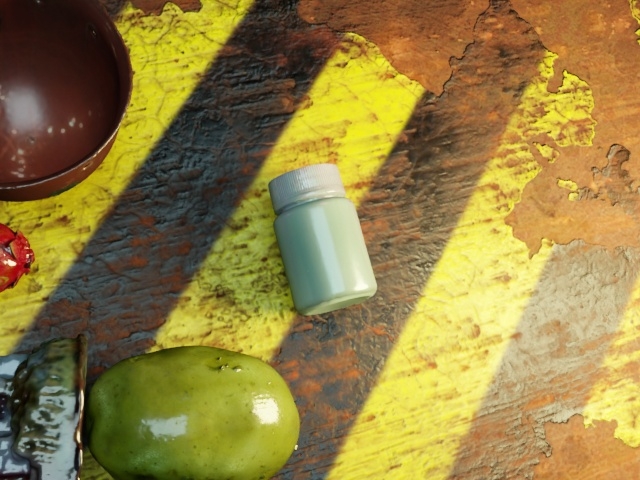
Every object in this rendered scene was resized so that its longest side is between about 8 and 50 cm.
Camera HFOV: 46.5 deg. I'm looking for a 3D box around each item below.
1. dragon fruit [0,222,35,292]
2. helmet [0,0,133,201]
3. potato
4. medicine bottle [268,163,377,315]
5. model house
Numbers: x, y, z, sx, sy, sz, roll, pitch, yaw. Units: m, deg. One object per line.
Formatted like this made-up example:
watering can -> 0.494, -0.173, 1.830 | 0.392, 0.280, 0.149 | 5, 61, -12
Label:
dragon fruit -> -0.517, 0.027, 1.109 | 0.166, 0.136, 0.133 | -19, 106, 5
helmet -> -0.458, -0.208, 1.125 | 0.338, 0.230, 0.384 | -19, 73, -17
potato -> -0.179, 0.259, 1.075 | 0.305, 0.216, 0.215 | -1, 77, -24
medicine bottle -> 0.000, 0.000, 1.219 | 0.139, 0.139, 0.225 | -13, 80, -15
model house -> -0.477, 0.302, 0.951 | 0.339, 0.297, 0.360 | 3, 78, -16
